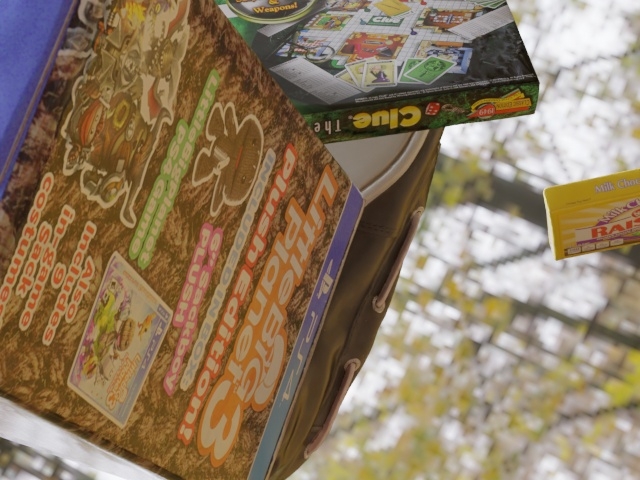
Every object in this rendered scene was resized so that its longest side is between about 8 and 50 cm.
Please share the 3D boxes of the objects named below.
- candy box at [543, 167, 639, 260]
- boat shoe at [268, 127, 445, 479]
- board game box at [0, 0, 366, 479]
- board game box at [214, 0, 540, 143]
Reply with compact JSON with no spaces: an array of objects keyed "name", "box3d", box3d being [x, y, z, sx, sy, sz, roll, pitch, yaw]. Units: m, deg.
[{"name":"candy box","box3d":[0.284,-0.033,1.584,0.105,0.206,0.027,68,-169,-63]},{"name":"boat shoe","box3d":[0.000,0.000,1.238,0.335,0.112,0.095,-66,-24,-10]},{"name":"board game box","box3d":[-0.141,-0.022,0.688,0.291,0.232,0.141,48,-120,-68]},{"name":"board game box","box3d":[-0.021,-0.104,1.095,0.260,0.136,0.030,-8,-42,-7]}]
